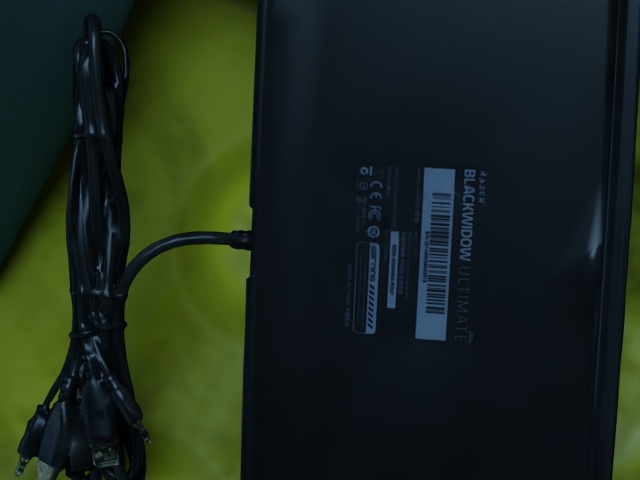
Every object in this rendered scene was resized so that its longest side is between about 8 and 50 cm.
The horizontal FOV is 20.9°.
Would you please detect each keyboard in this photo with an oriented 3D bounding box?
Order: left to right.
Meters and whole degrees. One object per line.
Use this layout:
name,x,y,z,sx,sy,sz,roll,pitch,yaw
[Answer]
keyboard,0.000,0.000,0.575,0.201,0.033,0.317,4,98,8

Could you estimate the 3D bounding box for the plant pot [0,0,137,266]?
plant pot,-0.157,-0.108,0.572,0.165,0.165,0.234,41,108,16
